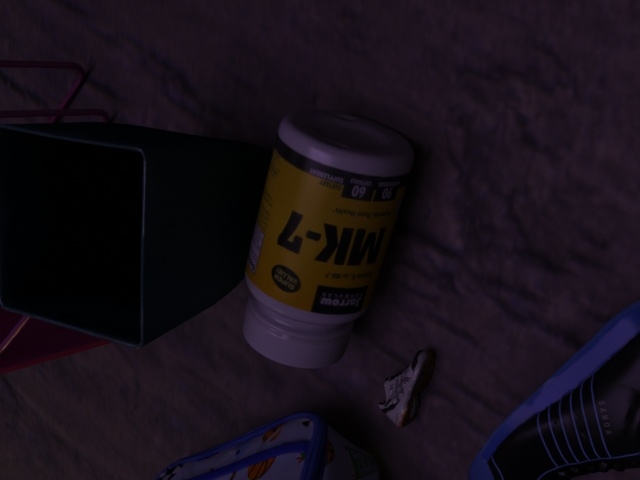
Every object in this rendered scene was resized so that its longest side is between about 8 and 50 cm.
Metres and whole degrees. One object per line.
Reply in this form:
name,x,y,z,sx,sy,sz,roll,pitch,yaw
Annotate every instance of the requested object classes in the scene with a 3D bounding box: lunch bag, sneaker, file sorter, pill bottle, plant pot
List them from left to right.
file sorter,-0.311,-0.036,1.036,0.182,0.202,0.290,-42,71,37
plant pot,-0.152,-0.025,0.867,0.166,0.234,0.165,12,106,28
lunch bag,-0.087,0.297,0.906,0.115,0.243,0.303,40,134,-26
pill bottle,0.000,0.000,0.826,0.119,0.119,0.208,31,119,33
sneaker,0.075,0.130,0.846,0.037,0.032,0.083,35,120,30
sneaker,0.204,0.145,0.703,0.090,0.081,0.232,54,127,28
